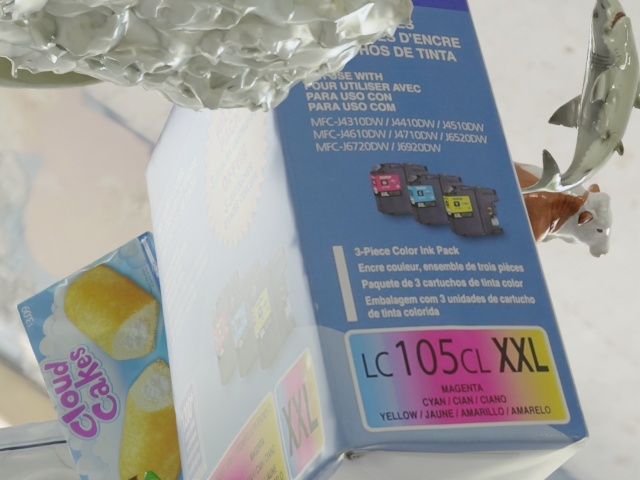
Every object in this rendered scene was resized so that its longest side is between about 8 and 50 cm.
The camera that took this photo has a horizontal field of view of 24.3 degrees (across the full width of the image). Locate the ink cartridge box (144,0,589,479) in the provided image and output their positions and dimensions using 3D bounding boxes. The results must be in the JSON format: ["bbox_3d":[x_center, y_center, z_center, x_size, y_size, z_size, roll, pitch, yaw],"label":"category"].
[{"bbox_3d":[0.000,0.000,0.932,0.151,0.395,0.270,3,-32,-21],"label":"ink cartridge box"}]

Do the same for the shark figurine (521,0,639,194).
[{"bbox_3d":[0.288,-0.127,1.680,0.116,0.278,0.166,2,-34,47],"label":"shark figurine"}]

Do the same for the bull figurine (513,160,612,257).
[{"bbox_3d":[0.203,-0.036,1.790,0.310,0.101,0.188,24,-56,-27],"label":"bull figurine"}]

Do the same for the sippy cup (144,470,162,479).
[{"bbox_3d":[-0.241,0.308,1.133,0.305,0.240,0.224,-5,-10,-1],"label":"sippy cup"}]

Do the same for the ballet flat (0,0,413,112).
[{"bbox_3d":[-0.155,-0.103,0.447,0.408,0.147,0.147,9,-17,-29],"label":"ballet flat"}]

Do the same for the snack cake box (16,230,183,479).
[{"bbox_3d":[-0.160,0.145,1.370,0.264,0.152,0.089,64,8,23],"label":"snack cake box"}]

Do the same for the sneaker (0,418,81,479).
[{"bbox_3d":[-0.362,0.254,1.612,0.258,0.091,0.094,-10,-14,-4],"label":"sneaker"}]
